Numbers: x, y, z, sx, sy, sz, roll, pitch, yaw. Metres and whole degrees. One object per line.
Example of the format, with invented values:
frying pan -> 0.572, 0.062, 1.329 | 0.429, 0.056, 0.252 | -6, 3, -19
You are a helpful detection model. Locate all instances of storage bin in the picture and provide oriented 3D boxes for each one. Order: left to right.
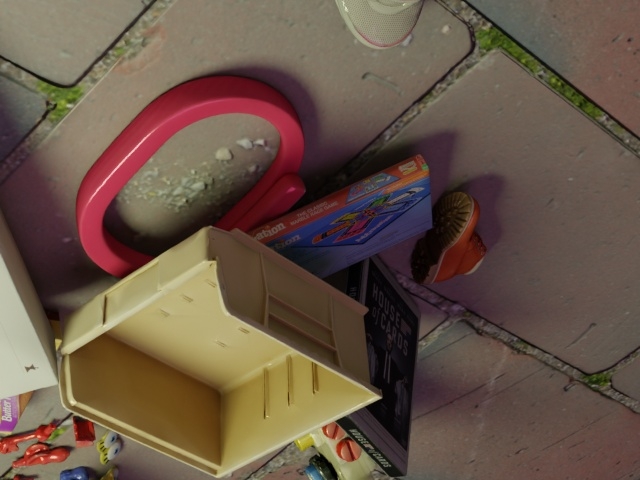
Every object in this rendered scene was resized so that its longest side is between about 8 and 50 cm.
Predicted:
storage bin -> -0.117, 0.129, 1.445 | 0.262, 0.123, 0.260 | -30, 135, 31

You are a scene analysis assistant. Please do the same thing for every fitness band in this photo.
fitness band -> -0.143, -0.063, 1.426 | 0.209, 0.054, 0.291 | 27, 120, -36

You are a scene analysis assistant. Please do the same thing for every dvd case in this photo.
dvd case -> 0.072, 0.149, 1.591 | 0.029, 0.239, 0.179 | -9, 144, 26

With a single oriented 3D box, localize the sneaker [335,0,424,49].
sneaker -> 0.072, -0.278, 1.224 | 0.103, 0.111, 0.252 | -8, 137, -12

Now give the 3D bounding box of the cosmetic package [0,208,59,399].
cosmetic package -> -0.467, 0.033, 1.337 | 0.284, 0.097, 0.377 | -14, 129, -2

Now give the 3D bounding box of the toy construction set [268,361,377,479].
toy construction set -> 0.015, 0.254, 1.657 | 0.151, 0.215, 0.328 | -15, 95, -18

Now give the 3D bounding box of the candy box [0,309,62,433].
candy box -> -0.400, 0.156, 1.560 | 0.109, 0.053, 0.187 | 13, 128, -30

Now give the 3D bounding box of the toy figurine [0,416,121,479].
toy figurine -> -0.358, 0.438, 1.752 | 0.191, 0.217, 0.363 | -4, 136, -16

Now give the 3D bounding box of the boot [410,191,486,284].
boot -> 0.176, -0.006, 1.597 | 0.084, 0.059, 0.158 | -3, 144, -22

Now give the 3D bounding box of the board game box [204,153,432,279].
board game box -> 0.000, 0.000, 1.505 | 0.281, 0.027, 0.145 | -24, 153, -6
